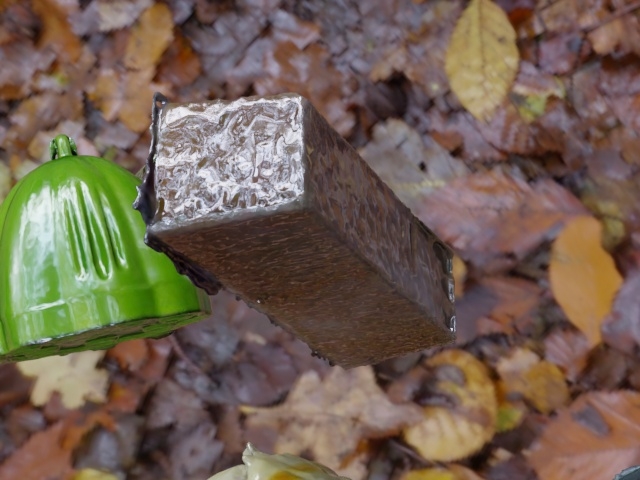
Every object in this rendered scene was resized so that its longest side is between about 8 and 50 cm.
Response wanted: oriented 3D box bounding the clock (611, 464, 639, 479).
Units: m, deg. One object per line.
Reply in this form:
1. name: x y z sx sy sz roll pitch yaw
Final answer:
1. clock: 0.218 0.239 0.850 0.215 0.042 0.215 -46 27 32

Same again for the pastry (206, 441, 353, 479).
1. pastry: 0.011 0.260 0.942 0.256 0.237 0.170 33 82 33

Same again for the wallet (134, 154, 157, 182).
1. wallet: -0.123 -0.035 1.211 0.110 0.155 0.039 26 71 -15

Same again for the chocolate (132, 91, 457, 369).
1. chocolate: 0.000 0.000 0.941 0.112 0.321 0.112 -9 65 24

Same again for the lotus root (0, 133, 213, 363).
1. lotus root: -0.186 -0.001 1.033 0.186 0.186 0.186 -8 69 22
